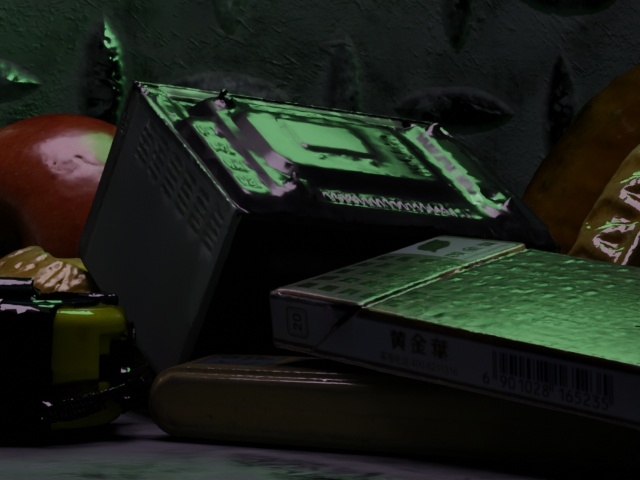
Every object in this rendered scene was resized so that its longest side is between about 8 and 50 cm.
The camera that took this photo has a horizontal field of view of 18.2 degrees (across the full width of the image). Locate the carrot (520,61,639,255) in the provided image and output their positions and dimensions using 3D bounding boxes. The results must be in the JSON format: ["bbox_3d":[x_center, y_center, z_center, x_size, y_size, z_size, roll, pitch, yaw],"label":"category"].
[{"bbox_3d":[0.260,0.035,1.703,0.241,0.341,0.241,32,2,-1],"label":"carrot"}]

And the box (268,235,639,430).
[{"bbox_3d":[0.141,0.054,1.294,0.325,0.047,0.180,11,20,44],"label":"box"}]

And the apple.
[{"bbox_3d":[-0.260,0.003,1.957,0.272,0.252,0.206,20,27,30],"label":"apple"}]

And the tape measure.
[{"bbox_3d":[-0.213,0.078,1.364,0.199,0.112,0.186,0,2,-5],"label":"tape measure"}]

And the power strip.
[{"bbox_3d":[0.077,0.109,1.321,0.387,0.066,0.092,2,3,19],"label":"power strip"}]

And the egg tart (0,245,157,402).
[{"bbox_3d":[-0.193,0.058,1.652,0.252,0.098,0.232,18,4,-30],"label":"egg tart"}]

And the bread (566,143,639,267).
[{"bbox_3d":[0.237,0.024,1.503,0.098,0.269,0.087,7,-39,37],"label":"bread"}]

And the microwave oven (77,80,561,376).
[{"bbox_3d":[0.000,0.000,1.552,0.295,0.181,0.237,6,26,-32],"label":"microwave oven"}]
